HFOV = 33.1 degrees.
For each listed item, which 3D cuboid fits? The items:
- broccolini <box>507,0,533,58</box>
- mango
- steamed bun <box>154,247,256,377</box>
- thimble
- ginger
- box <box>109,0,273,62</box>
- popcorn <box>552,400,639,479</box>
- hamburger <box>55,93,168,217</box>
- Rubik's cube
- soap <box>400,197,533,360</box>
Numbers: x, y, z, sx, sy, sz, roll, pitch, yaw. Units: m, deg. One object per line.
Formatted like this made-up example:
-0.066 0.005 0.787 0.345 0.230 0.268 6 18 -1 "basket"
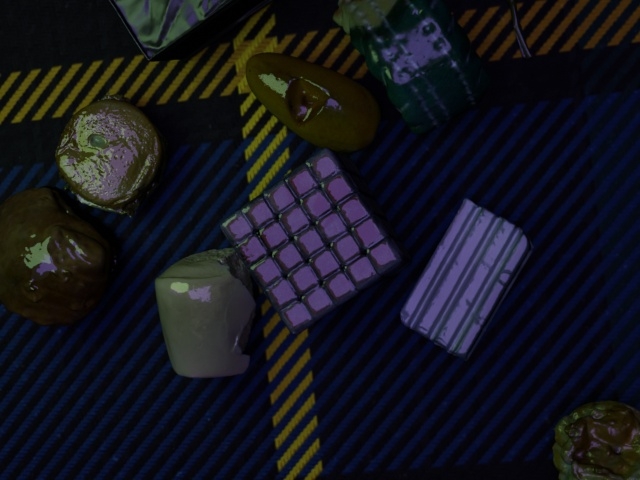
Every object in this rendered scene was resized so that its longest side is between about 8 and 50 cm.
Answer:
0.342 -0.430 1.928 0.044 0.042 0.218 -20 93 7 "broccolini"
-0.015 -0.249 1.921 0.262 0.167 0.130 27 80 11 "mango"
-0.181 0.140 1.930 0.170 0.200 0.225 -2 102 32 "steamed bun"
0.155 -0.330 1.840 0.167 0.254 0.288 -34 83 7 "thimble"
-0.507 0.031 1.965 0.269 0.223 0.200 37 103 3 "ginger"
-0.207 -0.502 1.891 0.345 0.204 0.251 -32 92 16 "box"
0.495 0.379 1.822 0.204 0.183 0.221 -17 56 -6 "popcorn"
-0.378 -0.160 1.991 0.190 0.122 0.215 19 89 2 "hamburger"
0.000 0.000 1.877 0.237 0.237 0.238 -32 86 9 "Rubik's cube"
0.258 0.073 1.912 0.150 0.094 0.261 31 96 12 "soap"
